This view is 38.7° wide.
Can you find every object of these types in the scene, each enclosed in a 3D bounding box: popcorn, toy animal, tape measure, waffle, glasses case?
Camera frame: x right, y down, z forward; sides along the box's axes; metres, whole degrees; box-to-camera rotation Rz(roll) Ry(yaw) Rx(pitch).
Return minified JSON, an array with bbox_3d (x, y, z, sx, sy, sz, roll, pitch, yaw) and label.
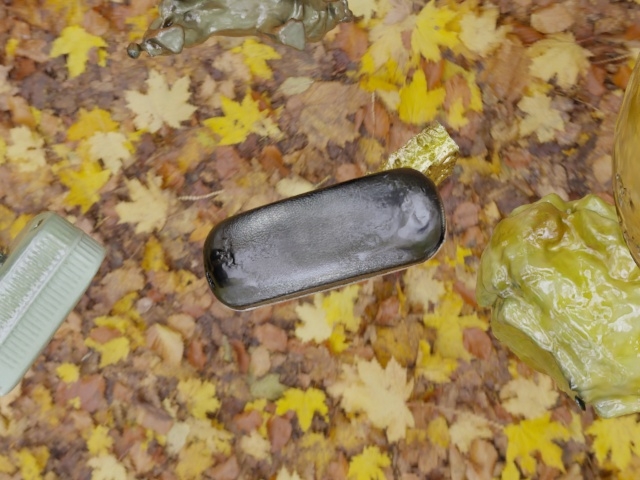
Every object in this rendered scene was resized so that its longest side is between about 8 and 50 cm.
[{"bbox_3d":[0.322,0.079,1.105,0.286,0.215,0.252,47,144,16],"label":"popcorn"},{"bbox_3d":[-0.091,-0.263,1.073,0.312,0.157,0.097,-9,99,-22],"label":"toy animal"},{"bbox_3d":[-0.372,0.077,1.080,0.115,0.207,0.235,40,74,-21],"label":"tape measure"},{"bbox_3d":[0.084,-0.062,1.222,0.211,0.160,0.055,-37,81,0],"label":"waffle"},{"bbox_3d":[0.000,0.000,1.109,0.314,0.075,0.122,-16,78,17],"label":"glasses case"}]

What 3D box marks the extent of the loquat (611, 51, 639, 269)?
[{"bbox_3d":[0.266,-0.041,0.469,0.234,0.235,0.235,1,104,6],"label":"loquat"}]
